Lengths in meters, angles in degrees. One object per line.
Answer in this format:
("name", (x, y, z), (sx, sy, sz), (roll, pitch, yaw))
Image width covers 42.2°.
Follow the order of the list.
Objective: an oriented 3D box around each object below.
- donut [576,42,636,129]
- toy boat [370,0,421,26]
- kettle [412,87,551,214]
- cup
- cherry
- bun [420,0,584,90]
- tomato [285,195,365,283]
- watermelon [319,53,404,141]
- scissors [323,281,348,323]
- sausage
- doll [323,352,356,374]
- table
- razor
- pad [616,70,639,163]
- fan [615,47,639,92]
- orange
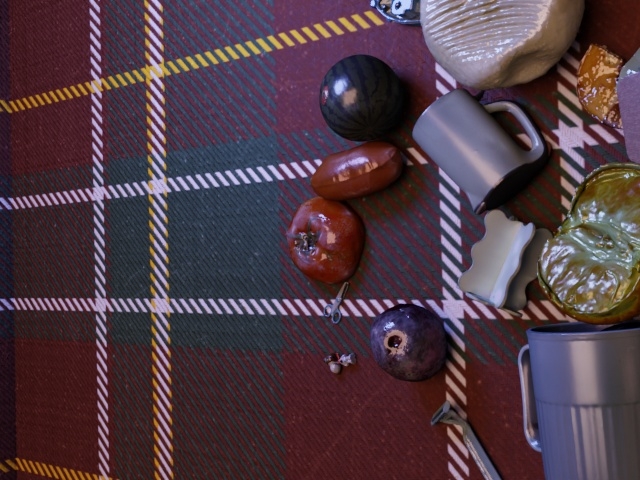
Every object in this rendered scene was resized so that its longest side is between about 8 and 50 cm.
("donut", (0.619, -0.301, 1.692), (0.217, 0.085, 0.141), (47, 117, 29))
("toy boat", (0.214, -0.571, 1.997), (0.215, 0.102, 0.088), (11, 94, 38))
("kettle", (0.367, -0.214, 1.851), (0.240, 0.165, 0.255), (-38, 65, 0))
("cup", (0.524, 0.325, 1.654), (0.331, 0.257, 0.311), (-7, 87, 36))
("cherry", (0.203, 0.241, 1.947), (0.195, 0.195, 0.195), (0, 89, 38))
("bun", (0.400, -0.498, 1.773), (0.349, 0.227, 0.352), (0, 92, 37))
("tomato", (0.000, 0.000, 2.162), (0.236, 0.095, 0.237), (0, 90, 38))
("watermelon", (0.098, -0.348, 2.017), (0.212, 0.212, 0.212), (0, 89, 38))
("scissors", (0.046, 0.159, 2.175), (0.058, 0.014, 0.119), (36, 114, 31))
("sausage", (0.090, -0.168, 2.071), (0.258, 0.133, 0.133), (-14, 81, 34))
("doll", (0.049, 0.311, 2.157), (0.085, 0.040, 0.058), (-41, 79, 35))
("table", (0.406, 0.044, 1.817), (0.166, 0.166, 0.198), (26, 98, 35))
("razor", (0.362, 0.497, 1.910), (0.278, 0.056, 0.111), (53, 156, 18))
("pad", (0.666, -0.246, 1.536), (0.266, 0.002, 0.176), (-10, 90, 59))
("fan", (0.658, -0.336, 1.568), (0.240, 0.009, 0.131), (-12, 72, 53))
("orange", (0.588, 0.008, 1.638), (0.262, 0.196, 0.335), (28, 97, 40))
